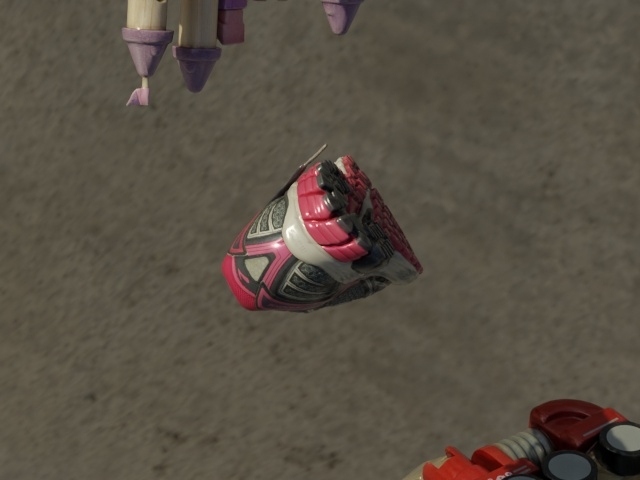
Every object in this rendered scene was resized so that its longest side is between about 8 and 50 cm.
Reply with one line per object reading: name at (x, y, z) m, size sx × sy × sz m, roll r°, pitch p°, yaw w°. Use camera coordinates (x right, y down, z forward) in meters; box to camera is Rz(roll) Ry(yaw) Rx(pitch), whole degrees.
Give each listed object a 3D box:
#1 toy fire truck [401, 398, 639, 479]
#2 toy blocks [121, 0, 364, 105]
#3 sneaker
toy fire truck at (0.198, 0.246, 1.869) m, size 0.217 × 0.246 × 0.158 m, roll -22°, pitch 128°, yaw -29°
toy blocks at (-0.134, -0.289, 1.938) m, size 0.289 × 0.309 × 0.260 m, roll -17°, pitch 113°, yaw -56°
sneaker at (0.000, 0.000, 1.451) m, size 0.112 × 0.299 × 0.121 m, roll -34°, pitch 80°, yaw 10°
